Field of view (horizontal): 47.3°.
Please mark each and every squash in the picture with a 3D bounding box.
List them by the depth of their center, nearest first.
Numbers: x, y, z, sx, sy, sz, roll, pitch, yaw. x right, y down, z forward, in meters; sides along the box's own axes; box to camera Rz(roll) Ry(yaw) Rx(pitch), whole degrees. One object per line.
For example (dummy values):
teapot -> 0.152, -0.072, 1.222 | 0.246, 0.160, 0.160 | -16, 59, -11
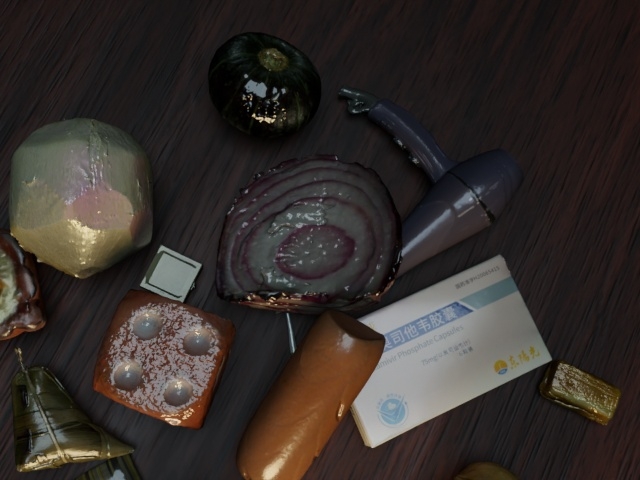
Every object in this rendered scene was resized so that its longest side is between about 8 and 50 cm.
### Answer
squash -> -0.094, -0.262, 1.238 | 0.193, 0.156, 0.193 | -1, 60, 2

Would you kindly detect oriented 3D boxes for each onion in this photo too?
onion -> 0.000, 0.000, 1.202 | 0.314, 0.146, 0.280 | -3, 59, 21

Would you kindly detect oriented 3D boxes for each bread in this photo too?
bread -> -0.555, 0.076, 1.140 | 0.244, 0.123, 0.190 | -10, 79, -8
bread -> 0.443, 0.257, 1.243 | 0.132, 0.053, 0.074 | 24, 74, -1

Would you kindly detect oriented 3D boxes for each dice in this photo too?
dice -> -0.237, 0.183, 1.125 | 0.179, 0.175, 0.174 | 19, 79, -3

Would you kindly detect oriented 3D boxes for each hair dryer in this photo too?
hair dryer -> 0.137, -0.130, 1.278 | 0.301, 0.121, 0.361 | -38, 76, -3

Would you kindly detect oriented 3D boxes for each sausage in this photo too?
sausage -> -0.021, 0.250, 1.126 | 0.121, 0.121, 0.304 | 32, 101, 1

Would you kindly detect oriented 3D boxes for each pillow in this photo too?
pillow -> -0.367, 0.424, 1.135 | 0.203, 0.038, 0.113 | -30, 83, -11

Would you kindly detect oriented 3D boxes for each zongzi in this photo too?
zongzi -> -0.389, 0.256, 1.148 | 0.178, 0.081, 0.189 | -5, 78, -15

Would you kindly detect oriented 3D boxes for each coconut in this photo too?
coconut -> -0.369, -0.058, 1.135 | 0.227, 0.227, 0.230 | -2, 74, -6

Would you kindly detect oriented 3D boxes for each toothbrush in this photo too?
toothbrush -> -0.039, 0.206, 1.220 | 0.024, 0.018, 0.257 | -16, 81, -6

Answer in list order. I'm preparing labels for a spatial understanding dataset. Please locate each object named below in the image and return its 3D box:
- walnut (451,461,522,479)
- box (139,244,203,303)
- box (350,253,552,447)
walnut -> 0.272, 0.449, 1.137 | 0.165, 0.165, 0.197 | -31, 76, -11
box -> -0.245, 0.060, 1.218 | 0.083, 0.035, 0.079 | 26, 78, -1
box -> 0.191, 0.179, 1.224 | 0.343, 0.065, 0.200 | -23, 82, -10
